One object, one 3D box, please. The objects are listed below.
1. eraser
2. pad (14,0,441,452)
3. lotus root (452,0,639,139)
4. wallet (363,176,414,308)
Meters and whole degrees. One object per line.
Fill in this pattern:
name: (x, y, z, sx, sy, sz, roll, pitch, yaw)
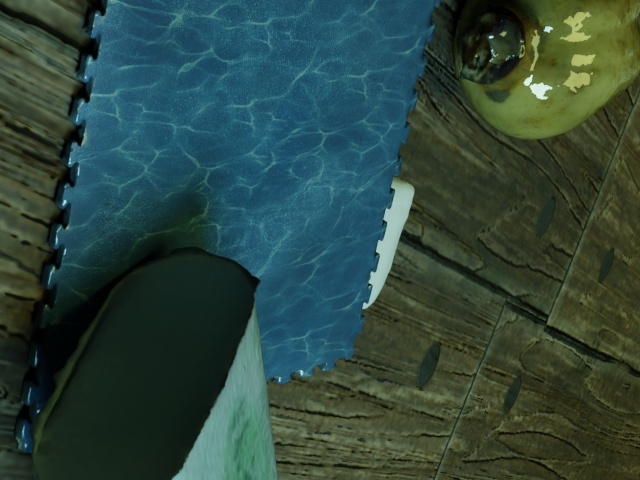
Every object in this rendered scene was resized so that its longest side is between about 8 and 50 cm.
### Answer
eraser: (-0.070, 0.144, 0.803, 0.174, 0.081, 0.227, -66, 156, -48)
pad: (-0.037, -0.032, 0.848, 0.269, 0.012, 0.269, -14, 122, -50)
lotus root: (0.147, -0.132, 1.080, 0.221, 0.118, 0.125, -25, 100, -54)
wallet: (0.000, 0.000, 0.980, 0.190, 0.033, 0.095, 4, 108, -65)
